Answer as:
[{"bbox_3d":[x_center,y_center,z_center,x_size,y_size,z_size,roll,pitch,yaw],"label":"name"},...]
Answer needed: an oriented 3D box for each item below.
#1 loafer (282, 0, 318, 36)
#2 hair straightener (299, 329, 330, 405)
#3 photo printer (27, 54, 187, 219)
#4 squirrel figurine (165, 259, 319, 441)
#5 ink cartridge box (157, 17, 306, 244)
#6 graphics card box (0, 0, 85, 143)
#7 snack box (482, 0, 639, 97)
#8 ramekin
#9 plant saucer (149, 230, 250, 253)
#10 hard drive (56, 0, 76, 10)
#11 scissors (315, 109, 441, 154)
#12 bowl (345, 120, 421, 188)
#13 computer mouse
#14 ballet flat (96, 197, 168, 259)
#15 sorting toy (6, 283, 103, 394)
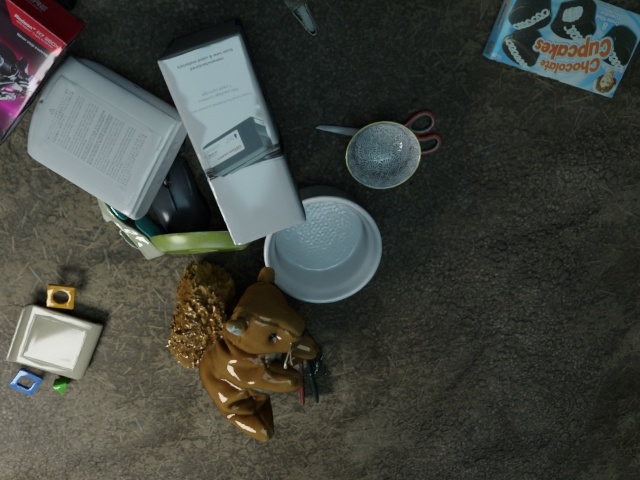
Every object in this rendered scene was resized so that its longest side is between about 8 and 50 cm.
[{"bbox_3d":[-0.042,-0.493,1.372,0.045,0.039,0.125,-34,114,8],"label":"loafer"},{"bbox_3d":[-0.017,0.348,1.764,0.089,0.047,0.230,-5,111,-5],"label":"hair straightener"},{"bbox_3d":[-0.462,-0.226,1.366,0.308,0.107,0.256,30,103,4],"label":"photo printer"},{"bbox_3d":[-0.199,0.218,1.512,0.397,0.281,0.370,28,145,11],"label":"squirrel figurine"},{"bbox_3d":[-0.174,-0.232,1.340,0.166,0.285,0.394,-18,116,1],"label":"ink cartridge box"},{"bbox_3d":[-0.659,-0.363,1.260,0.233,0.094,0.371,38,128,-23],"label":"graphics card box"},{"bbox_3d":[0.550,-0.458,1.445,0.322,0.060,0.187,13,113,-12],"label":"snack box"},{"bbox_3d":[0.000,0.000,1.550,0.277,0.135,0.277,-3,115,-6],"label":"ramekin"},{"bbox_3d":[-0.267,0.007,1.470,0.241,0.241,0.037,-3,87,-5],"label":"plant saucer"},{"bbox_3d":[-0.583,-0.586,1.258,0.255,0.054,0.172,27,109,-17],"label":"hard drive"},{"bbox_3d":[0.140,-0.240,1.519,0.297,0.021,0.109,-8,117,-4],"label":"scissors"},{"bbox_3d":[0.141,-0.211,1.481,0.170,0.080,0.170,-1,123,-2],"label":"bowl"},{"bbox_3d":[-0.352,-0.110,1.494,0.189,0.072,0.272,-24,115,4],"label":"computer mouse"},{"bbox_3d":[-0.460,-0.049,1.511,0.086,0.086,0.248,-35,114,9],"label":"ballet flat"},{"bbox_3d":[-0.675,0.252,1.638,0.196,0.047,0.347,19,111,-19],"label":"sorting toy"}]
